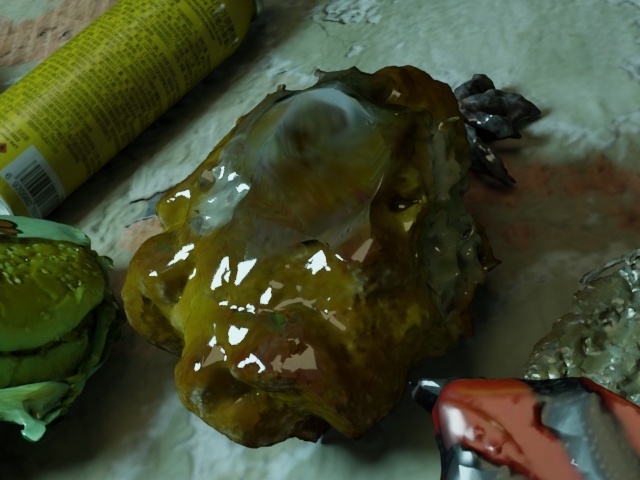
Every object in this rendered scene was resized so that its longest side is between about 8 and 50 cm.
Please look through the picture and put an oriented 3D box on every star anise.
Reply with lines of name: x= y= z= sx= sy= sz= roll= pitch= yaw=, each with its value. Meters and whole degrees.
star anise: x=0.094 y=-0.081 z=0.768 sx=0.141 sy=0.042 sz=0.141 roll=-14 pitch=41 yaw=13

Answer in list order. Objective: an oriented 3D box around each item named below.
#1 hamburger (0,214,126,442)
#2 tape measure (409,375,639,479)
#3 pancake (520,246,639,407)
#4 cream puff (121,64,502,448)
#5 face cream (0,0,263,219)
hamburger: x=-0.230 y=0.052 z=0.680 sx=0.214 sy=0.125 sz=0.235 roll=-2 pitch=19 yaw=-24
tape measure: x=0.152 y=0.169 z=0.385 sx=0.260 sy=0.114 sz=0.253 roll=-4 pitch=62 yaw=24
pancake: x=0.238 y=0.089 z=0.514 sx=0.282 sy=0.049 sz=0.282 roll=-14 pitch=42 yaw=13
cream puff: x=0.000 y=0.000 z=0.643 sx=0.269 sy=0.155 sz=0.241 roll=-44 pitch=44 yaw=-18
face cream: x=-0.173 y=-0.156 z=0.926 sx=0.105 sy=0.105 sz=0.349 roll=24 pitch=61 yaw=41
